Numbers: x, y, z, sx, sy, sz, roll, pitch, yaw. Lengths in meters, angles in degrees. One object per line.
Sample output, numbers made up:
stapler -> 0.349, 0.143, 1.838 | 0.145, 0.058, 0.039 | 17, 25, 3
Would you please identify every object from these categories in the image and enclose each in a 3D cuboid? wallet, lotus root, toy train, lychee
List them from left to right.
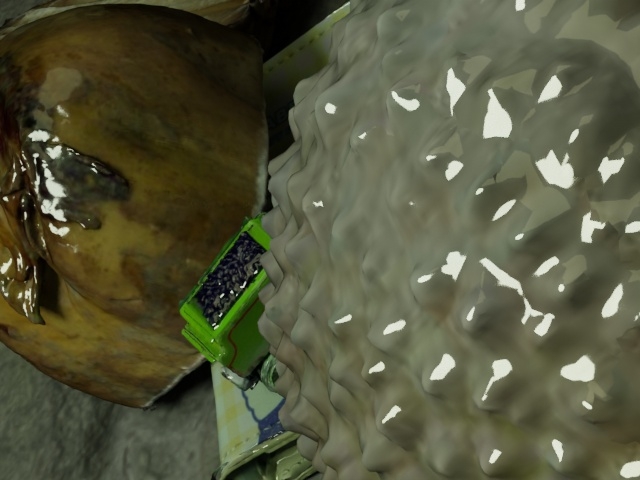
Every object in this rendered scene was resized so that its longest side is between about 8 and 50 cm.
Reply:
lotus root -> -0.151, -0.028, 1.139 | 0.272, 0.192, 0.272 | -27, 56, 49
lotus root -> -0.152, -0.159, 1.402 | 0.329, 0.078, 0.167 | -1, 34, 41
toy train -> 0.000, 0.000, 1.033 | 0.202, 0.081, 0.060 | -52, 42, 0
wallet -> 0.008, -0.006, 1.138 | 0.223, 0.077, 0.310 | -30, 45, 21
lychee -> 0.158, 0.004, 0.791 | 0.432, 0.380, 0.380 | -41, 35, 39
